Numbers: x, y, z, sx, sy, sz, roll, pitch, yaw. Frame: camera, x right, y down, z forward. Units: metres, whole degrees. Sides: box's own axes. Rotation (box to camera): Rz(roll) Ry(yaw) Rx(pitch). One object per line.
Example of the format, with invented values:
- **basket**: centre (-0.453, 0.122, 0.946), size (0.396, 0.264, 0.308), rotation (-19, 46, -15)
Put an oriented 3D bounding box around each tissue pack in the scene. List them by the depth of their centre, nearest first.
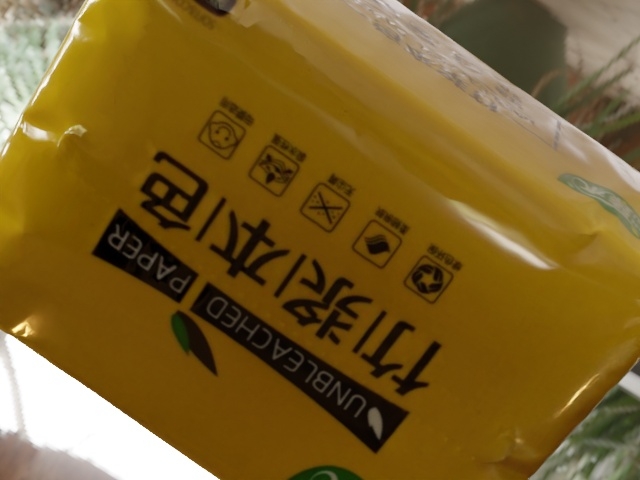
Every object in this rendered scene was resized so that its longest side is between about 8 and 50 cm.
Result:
- **tissue pack**: centre (0.000, 0.000, 0.774), size (0.382, 0.293, 0.228), rotation (35, -158, -1)
